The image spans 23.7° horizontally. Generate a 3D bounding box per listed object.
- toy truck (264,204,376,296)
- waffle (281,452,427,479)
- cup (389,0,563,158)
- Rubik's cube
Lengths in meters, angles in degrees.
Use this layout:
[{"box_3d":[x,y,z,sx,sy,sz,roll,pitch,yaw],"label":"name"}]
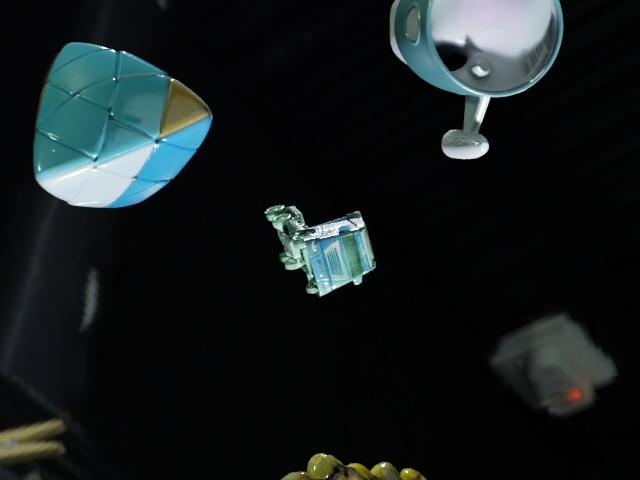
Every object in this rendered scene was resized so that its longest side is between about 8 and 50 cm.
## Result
[{"box_3d":[0.000,0.000,1.604,0.175,0.081,0.067,-139,32,-69],"label":"toy truck"},{"box_3d":[0.026,0.301,1.099,0.281,0.058,0.301,36,-122,-45],"label":"waffle"},{"box_3d":[0.158,-0.242,1.724,0.167,0.173,0.300,-2,-82,-23],"label":"cup"},{"box_3d":[-0.263,-0.136,1.982,0.254,0.254,0.254,42,-147,-35],"label":"Rubik's cube"}]
